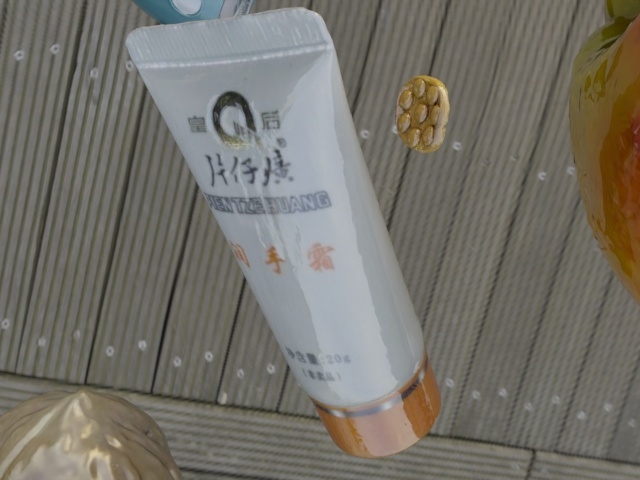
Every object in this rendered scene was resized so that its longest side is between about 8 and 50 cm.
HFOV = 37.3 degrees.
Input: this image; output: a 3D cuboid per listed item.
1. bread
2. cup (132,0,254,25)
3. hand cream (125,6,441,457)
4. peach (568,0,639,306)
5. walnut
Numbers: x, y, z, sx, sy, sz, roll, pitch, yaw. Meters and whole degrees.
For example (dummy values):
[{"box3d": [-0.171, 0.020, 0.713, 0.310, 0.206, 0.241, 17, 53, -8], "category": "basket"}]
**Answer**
[{"box3d": [0.143, -0.177, 1.323, 0.024, 0.110, 0.110, -3, 106, -37], "category": "bread"}, {"box3d": [-0.165, -0.328, 1.117, 0.173, 0.167, 0.300, 26, 126, 0], "category": "cup"}, {"box3d": [0.000, 0.000, 0.587, 0.089, 0.139, 0.314, -52, 129, -40], "category": "hand cream"}, {"box3d": [0.299, -0.049, 0.404, 0.372, 0.372, 0.290, 27, 71, -18], "category": "peach"}, {"box3d": [-0.161, 0.199, 0.624, 0.178, 0.178, 0.231, 3, 112, -13], "category": "walnut"}]
